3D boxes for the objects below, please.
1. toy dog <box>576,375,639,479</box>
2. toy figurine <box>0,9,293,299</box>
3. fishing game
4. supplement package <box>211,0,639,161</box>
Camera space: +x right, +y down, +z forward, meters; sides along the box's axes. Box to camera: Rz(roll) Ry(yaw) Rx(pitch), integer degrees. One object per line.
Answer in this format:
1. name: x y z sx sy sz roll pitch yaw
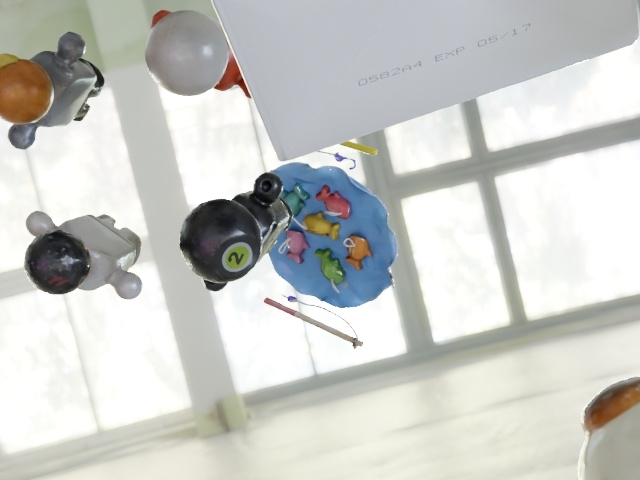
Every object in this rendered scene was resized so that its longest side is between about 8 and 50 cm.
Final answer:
1. toy dog: 0.427 0.257 1.258 0.395 0.284 0.408 -14 -179 -29
2. toy figurine: -0.135 -0.060 0.965 0.210 0.213 0.148 -7 -174 13
3. fishing game: 0.000 0.000 1.422 0.189 0.264 0.041 24 -141 22
4. supplement package: 0.020 -0.223 0.678 0.199 0.262 0.198 -18 140 3
